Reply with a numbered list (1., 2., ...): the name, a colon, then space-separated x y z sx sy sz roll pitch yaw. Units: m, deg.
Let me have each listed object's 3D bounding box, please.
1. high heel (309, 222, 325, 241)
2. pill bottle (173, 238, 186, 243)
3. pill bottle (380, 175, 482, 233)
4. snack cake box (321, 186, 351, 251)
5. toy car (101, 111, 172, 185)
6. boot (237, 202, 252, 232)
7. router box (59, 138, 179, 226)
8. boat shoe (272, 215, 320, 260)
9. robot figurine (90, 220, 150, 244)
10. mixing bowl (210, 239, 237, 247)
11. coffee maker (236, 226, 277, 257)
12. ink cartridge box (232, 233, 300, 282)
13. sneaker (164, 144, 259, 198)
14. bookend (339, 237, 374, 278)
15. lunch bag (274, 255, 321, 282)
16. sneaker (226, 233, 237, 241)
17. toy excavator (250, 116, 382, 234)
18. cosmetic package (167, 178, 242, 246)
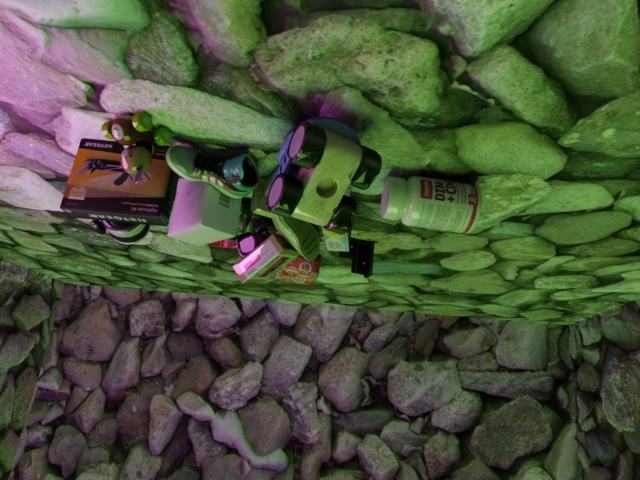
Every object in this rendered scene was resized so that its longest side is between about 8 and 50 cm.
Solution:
1. high heel: 0.000 0.000 1.949 0.187 0.093 0.261 11 152 5
2. pill bottle: -0.598 -0.034 2.043 0.170 0.094 0.094 -13 154 44
3. pill bottle: 0.342 -0.117 1.419 0.284 0.160 0.160 7 161 -4
4. snack cake box: 0.065 -0.072 1.644 0.089 0.152 0.264 4 160 8
5. toy car: -0.534 -0.244 1.276 0.155 0.188 0.149 -4 158 27
6. boot: -0.359 -0.115 1.799 0.161 0.083 0.246 21 161 -3
7. router box: -0.610 -0.181 1.402 0.309 0.242 0.081 5 161 1
8. boat shoe: -0.100 -0.040 1.807 0.103 0.113 0.302 18 148 42
9. robot figurine: -0.792 -0.089 1.836 0.209 0.173 0.278 20 159 -6
10. mixing bowl: -0.443 -0.044 1.959 0.182 0.098 0.181 5 161 2
11. coffee maker: -0.284 0.029 1.964 0.171 0.120 0.178 -42 164 18
12. ink cartridge box: -0.217 0.079 1.876 0.235 0.088 0.193 -38 164 15
13. sneaker: -0.303 -0.222 1.370 0.296 0.123 0.179 22 155 -39
14. bookend: 0.154 0.076 2.036 0.158 0.156 0.072 12 160 -14
15. lunch bag: -0.146 0.149 2.391 0.259 0.120 0.293 10 161 -10
16. sneaker: -0.381 -0.039 1.838 0.059 0.053 0.144 12 154 40
17. toy excavator: -0.062 -0.180 1.317 0.223 0.445 0.432 16 117 -24
18. cosmetic package: -0.393 -0.117 1.545 0.138 0.223 0.225 22 155 -40
